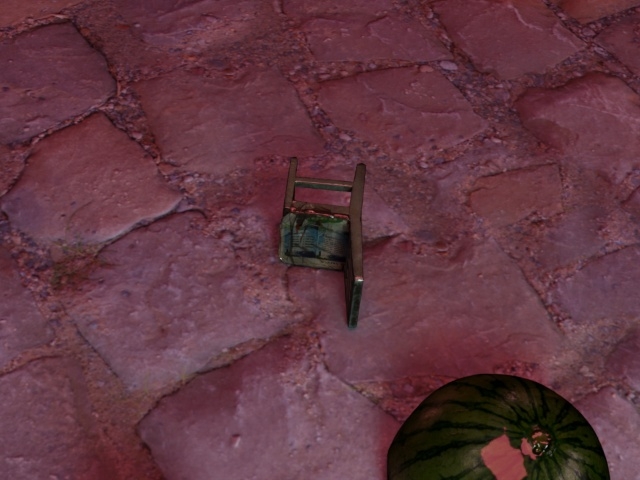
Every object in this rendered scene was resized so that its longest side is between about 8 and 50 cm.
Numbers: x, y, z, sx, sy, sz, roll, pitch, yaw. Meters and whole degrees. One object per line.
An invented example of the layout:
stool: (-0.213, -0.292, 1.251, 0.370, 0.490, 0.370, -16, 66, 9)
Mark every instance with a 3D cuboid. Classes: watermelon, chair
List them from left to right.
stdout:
chair: (0.000, 0.000, 1.723, 0.147, 0.136, 0.270, 5, 49, 0)
watermelon: (0.255, 0.312, 1.441, 0.331, 0.189, 0.330, 4, 42, -4)
